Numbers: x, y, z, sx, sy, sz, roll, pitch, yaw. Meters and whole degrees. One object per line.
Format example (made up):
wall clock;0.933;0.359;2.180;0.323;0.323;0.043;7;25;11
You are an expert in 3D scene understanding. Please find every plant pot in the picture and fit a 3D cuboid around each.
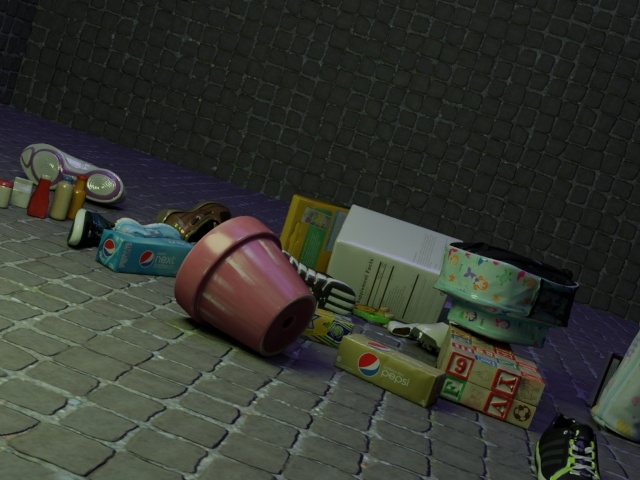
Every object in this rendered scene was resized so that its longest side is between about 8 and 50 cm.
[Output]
plant pot;-0.113;0.089;1.415;0.180;0.201;0.201;40;17;27

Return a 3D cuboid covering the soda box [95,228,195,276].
soda box;-0.343;0.028;1.705;0.071;0.067;0.210;24;9;37

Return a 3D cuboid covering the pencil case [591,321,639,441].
pencil case;0.637;0.255;1.648;0.124;0.273;0.113;13;16;-45

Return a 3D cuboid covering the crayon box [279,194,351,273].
crayon box;0.000;0.000;2.222;0.083;0.203;0.323;24;9;42

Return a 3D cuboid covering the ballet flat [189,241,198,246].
ballet flat;-0.285;0.022;2.023;0.041;0.041;0.114;23;7;30

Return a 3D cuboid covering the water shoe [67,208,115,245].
water shoe;-0.472;-0.025;1.766;0.080;0.073;0.203;20;8;-9

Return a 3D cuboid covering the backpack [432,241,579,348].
backpack;0.355;0.101;1.702;0.253;0.191;0.225;22;1;-32

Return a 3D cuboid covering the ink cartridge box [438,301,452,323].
ink cartridge box;0.328;0.185;2.261;0.235;0.056;0.171;11;9;-33

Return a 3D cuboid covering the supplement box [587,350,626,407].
supplement box;0.692;0.333;1.746;0.073;0.130;0.239;11;11;-47

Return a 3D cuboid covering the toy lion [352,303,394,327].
toy lion;0.116;0.169;1.952;0.096;0.034;0.100;10;9;-7

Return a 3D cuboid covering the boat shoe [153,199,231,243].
boat shoe;-0.298;-0.027;2.134;0.104;0.111;0.307;25;19;19

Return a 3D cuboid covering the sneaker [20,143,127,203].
sneaker;-0.666;-0.164;2.289;0.305;0.114;0.152;23;-6;5

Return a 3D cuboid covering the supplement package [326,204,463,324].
supplement package;0.175;0.066;2.070;0.293;0.175;0.177;19;36;6

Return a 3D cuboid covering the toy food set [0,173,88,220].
toy food set;-0.640;-0.116;1.892;0.232;0.105;0.111;15;8;-23

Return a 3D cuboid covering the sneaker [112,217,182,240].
sneaker;-0.387;0.000;1.909;0.162;0.063;0.073;8;29;-34

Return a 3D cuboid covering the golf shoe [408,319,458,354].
golf shoe;0.310;0.197;1.868;0.272;0.120;0.105;11;12;-36

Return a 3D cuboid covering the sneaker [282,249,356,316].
sneaker;-0.062;0.089;1.890;0.281;0.106;0.162;28;1;-7

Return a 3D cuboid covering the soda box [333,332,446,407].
soda box;0.119;0.221;1.450;0.181;0.058;0.061;21;8;24

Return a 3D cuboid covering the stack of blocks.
stack of blocks;0.316;0.248;1.613;0.171;0.087;0.297;19;7;6

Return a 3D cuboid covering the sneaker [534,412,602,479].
sneaker;0.359;0.310;1.220;0.084;0.097;0.235;18;7;-1

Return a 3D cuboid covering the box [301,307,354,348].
box;-0.025;0.154;1.606;0.169;0.054;0.059;17;7;-6

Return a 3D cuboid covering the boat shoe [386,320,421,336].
boat shoe;0.198;0.203;1.880;0.100;0.035;0.035;13;17;-20
